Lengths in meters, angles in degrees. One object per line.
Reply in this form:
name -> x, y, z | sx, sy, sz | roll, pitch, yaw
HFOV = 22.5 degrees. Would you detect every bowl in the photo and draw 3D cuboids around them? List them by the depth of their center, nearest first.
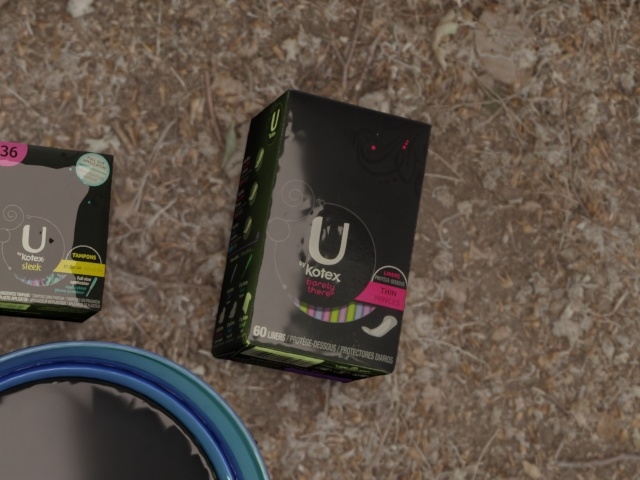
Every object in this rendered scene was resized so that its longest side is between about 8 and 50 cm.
bowl -> -0.232, 0.291, 1.520 | 0.391, 0.077, 0.391 | 4, 80, -21

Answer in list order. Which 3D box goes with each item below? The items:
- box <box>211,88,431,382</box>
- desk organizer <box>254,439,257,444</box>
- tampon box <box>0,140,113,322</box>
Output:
box -> 0.000, 0.000, 1.675 | 0.165, 0.143, 0.270 | 12, 77, -17
desk organizer -> -0.116, 0.254, 1.642 | 0.047, 0.050, 0.130 | 29, 73, -12
tampon box -> -0.279, -0.007, 1.604 | 0.120, 0.101, 0.161 | 6, 79, -18
